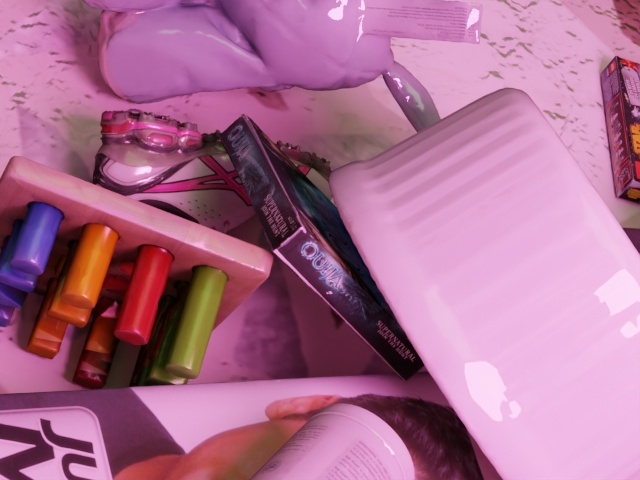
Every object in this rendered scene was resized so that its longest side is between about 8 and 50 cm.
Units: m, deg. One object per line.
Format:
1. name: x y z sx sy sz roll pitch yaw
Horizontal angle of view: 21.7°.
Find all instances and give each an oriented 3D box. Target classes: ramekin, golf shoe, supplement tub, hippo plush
1. ramekin: 0.134 0.038 1.045 0.277 0.135 0.277 55 7 -10
2. golf shoe: -0.073 -0.036 1.150 0.186 0.067 0.086 8 90 -32
3. supplement tub: -0.005 0.143 0.887 0.071 0.071 0.107 44 48 7
4. hippo plush: -0.025 -0.232 1.194 0.294 0.234 0.237 9 39 1

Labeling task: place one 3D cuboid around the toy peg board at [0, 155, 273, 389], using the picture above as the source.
1. toy peg board: -0.134 0.039 0.997 0.160 0.161 0.079 21 64 -13

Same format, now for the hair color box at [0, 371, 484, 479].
1. hair color box: -0.081 0.185 0.940 0.374 0.113 0.185 0 57 -29

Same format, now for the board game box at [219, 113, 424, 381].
1. board game box: 0.000 0.000 1.054 0.126 0.026 0.186 46 8 -28

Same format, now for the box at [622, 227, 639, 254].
1. box: 0.205 0.033 1.222 0.062 0.083 0.052 4 55 -26

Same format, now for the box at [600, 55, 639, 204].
1. box: 0.284 -0.084 1.388 0.094 0.027 0.137 16 51 -19
